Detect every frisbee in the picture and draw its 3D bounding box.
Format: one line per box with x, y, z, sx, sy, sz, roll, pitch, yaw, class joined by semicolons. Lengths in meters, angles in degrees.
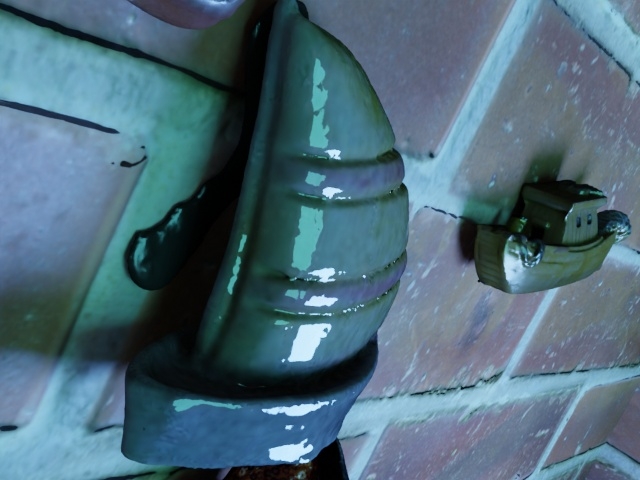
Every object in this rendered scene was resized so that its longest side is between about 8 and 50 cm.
-0.034;-0.054;0.633;0.187;0.012;0.211;11;108;-59;frisbee

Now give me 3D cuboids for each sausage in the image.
-0.072;-0.140;0.455;0.094;0.054;0.059;16;104;-59;sausage

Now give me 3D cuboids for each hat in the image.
-0.037;0.182;0.782;0.140;0.129;0.227;165;-56;-74;hat

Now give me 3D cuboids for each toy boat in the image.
0.271;-0.010;1.056;0.321;0.089;0.121;-6;116;-52;toy boat
-0.003;0.028;0.639;0.293;0.111;0.276;-62;150;-1;toy boat
